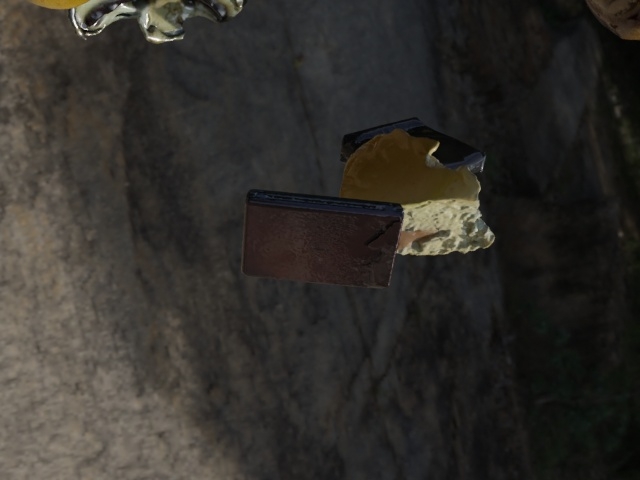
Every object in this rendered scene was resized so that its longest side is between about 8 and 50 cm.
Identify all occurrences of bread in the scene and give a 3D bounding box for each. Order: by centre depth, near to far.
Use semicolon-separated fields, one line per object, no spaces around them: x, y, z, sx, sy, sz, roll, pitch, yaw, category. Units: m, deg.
0.156;-0.095;1.810;0.184;0.224;0.211;60;25;-51;bread

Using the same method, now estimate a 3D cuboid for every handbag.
0.193;-0.172;2.340;0.246;0.223;0.080;-18;128;-37;handbag

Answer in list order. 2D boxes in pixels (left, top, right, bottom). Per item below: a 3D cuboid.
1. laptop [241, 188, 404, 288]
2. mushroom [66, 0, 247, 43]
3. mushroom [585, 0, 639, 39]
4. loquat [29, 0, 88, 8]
0.000;0.000;1.479;0.154;0.207;0.026;97;-2;-45;laptop
-0.316;-0.485;2.110;0.247;0.344;0.130;88;-16;-53;mushroom
0.521;-0.453;1.806;0.253;0.153;0.253;177;-90;-70;mushroom
-0.434;-0.485;1.821;0.208;0.208;0.208;46;36;-49;loquat
